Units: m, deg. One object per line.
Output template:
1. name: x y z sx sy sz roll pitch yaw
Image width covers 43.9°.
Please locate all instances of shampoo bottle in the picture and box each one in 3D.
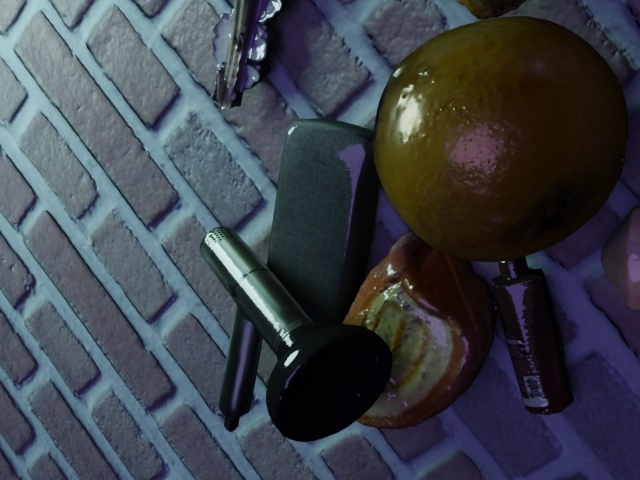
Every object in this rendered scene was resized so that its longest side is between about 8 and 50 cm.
1. shampoo bottle: 0.246 0.089 0.957 0.068 0.067 0.236 -13 97 23

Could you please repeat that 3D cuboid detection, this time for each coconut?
1. coconut: 0.363 0.022 0.846 0.122 0.116 0.116 4 105 31

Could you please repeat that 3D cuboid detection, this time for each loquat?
1. loquat: 0.186 -0.100 0.826 0.263 0.263 0.262 8 107 28

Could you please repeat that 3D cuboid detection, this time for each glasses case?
1. glasses case: 0.000 0.000 1.066 0.131 0.074 0.323 19 112 26

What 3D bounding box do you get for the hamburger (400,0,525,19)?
1. hamburger: 0.141 -0.349 0.797 0.211 0.245 0.260 36 126 17

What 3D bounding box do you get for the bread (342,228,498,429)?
1. bread: 0.111 0.132 1.009 0.190 0.123 0.244 39 120 21

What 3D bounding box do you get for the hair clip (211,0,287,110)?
1. hair clip: -0.092 -0.308 1.038 0.106 0.084 0.292 24 119 17

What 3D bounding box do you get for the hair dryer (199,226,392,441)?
1. hair dryer: -0.048 0.162 1.037 0.320 0.156 0.284 39 145 50
